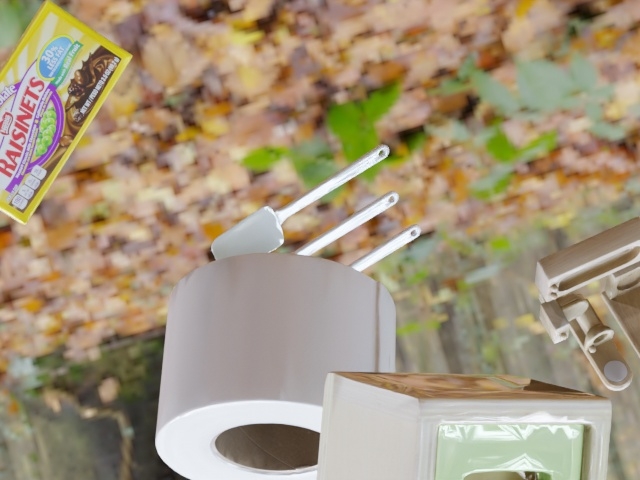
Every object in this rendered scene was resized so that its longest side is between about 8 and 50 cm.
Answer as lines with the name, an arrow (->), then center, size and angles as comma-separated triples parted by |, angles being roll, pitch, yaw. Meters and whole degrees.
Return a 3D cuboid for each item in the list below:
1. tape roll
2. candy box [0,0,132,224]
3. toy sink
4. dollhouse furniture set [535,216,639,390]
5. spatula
tape roll -> -0.043, 0.143, 1.599 | 0.246, 0.169, 0.246 | 1, 148, 1
candy box -> -0.288, -0.129, 1.559 | 0.206, 0.105, 0.027 | -59, -166, -6
toy sink -> 0.089, 0.209, 1.007 | 0.153, 0.234, 0.131 | 4, -178, -29
dollhouse furniture set -> 0.306, 0.076, 1.555 | 0.144, 0.123, 0.151 | -23, 152, -8
spatula -> 0.000, 0.000, 1.763 | 0.242, 0.168, 0.019 | -32, -146, -14
